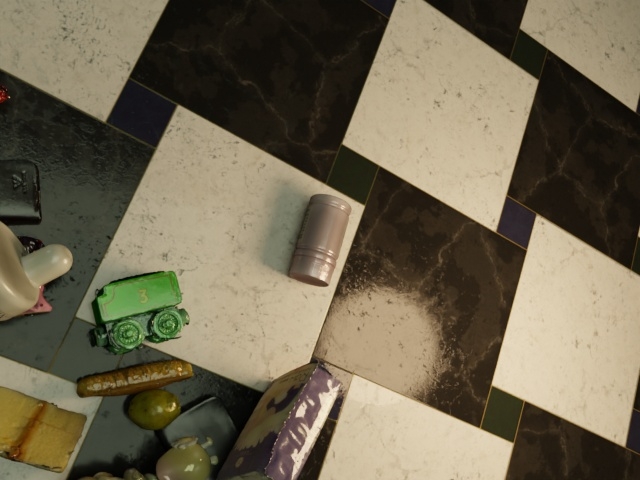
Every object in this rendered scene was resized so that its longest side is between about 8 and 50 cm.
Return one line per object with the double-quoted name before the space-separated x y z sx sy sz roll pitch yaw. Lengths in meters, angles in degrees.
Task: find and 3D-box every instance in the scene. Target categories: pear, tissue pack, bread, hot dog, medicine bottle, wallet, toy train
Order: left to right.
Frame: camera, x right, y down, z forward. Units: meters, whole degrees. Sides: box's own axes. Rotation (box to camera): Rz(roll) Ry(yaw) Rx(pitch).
"wallet" -0.848 -0.117 1.541 0.317 0.045 0.173 -3 85 -27
"bread" -0.666 0.436 1.464 0.240 0.178 0.135 27 73 -17
"hot dog" -0.470 0.350 1.628 0.288 0.083 0.068 -4 64 -26
"toy train" -0.462 0.182 1.629 0.243 0.132 0.188 -13 83 -29
"pear" -0.422 0.428 1.614 0.131 0.107 0.107 -9 86 -6
"wallet" -0.262 0.608 1.672 0.197 0.051 0.378 -26 85 -26
"tissue pack" -0.102 0.486 1.636 0.125 0.242 0.344 42 48 -13
"medicine bottle" 0.000 0.000 1.870 0.133 0.133 0.250 22 72 -20

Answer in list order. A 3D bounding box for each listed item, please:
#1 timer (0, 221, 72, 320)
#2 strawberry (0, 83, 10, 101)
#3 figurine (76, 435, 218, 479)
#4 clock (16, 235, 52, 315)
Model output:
"timer" -0.684 0.051 1.375 0.240 0.233 0.234 -27 94 -4
"strawberry" -0.854 -0.392 1.541 0.188 0.121 0.082 43 73 -16
"figurine" -0.411 0.610 1.504 0.394 0.274 0.227 -27 114 -26
"clock" -0.752 0.090 1.523 0.193 0.100 0.196 -5 83 -24
